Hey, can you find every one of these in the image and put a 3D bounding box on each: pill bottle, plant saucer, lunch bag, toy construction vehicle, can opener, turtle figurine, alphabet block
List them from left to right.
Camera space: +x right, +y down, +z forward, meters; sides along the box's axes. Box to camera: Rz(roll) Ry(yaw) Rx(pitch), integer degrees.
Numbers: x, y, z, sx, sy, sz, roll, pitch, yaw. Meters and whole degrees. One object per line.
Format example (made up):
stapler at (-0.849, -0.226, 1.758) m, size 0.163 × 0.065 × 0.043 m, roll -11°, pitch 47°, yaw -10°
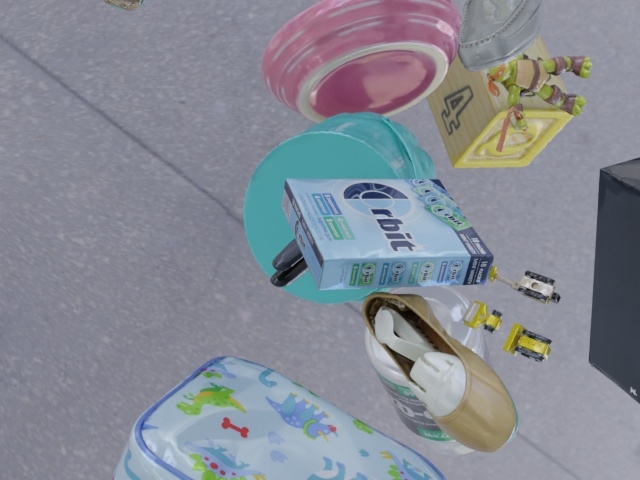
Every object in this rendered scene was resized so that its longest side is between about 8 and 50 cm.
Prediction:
lunch bag at (-0.028, 0.181, 0.682) m, size 0.219 × 0.176 × 0.090 m, roll 28°, pitch 113°, yaw 10°
can opener at (0.000, 0.000, 1.201) m, size 0.186 × 0.073 × 0.059 m, roll -30°, pitch 132°, yaw -47°
plant saucer at (0.074, -0.280, 1.579) m, size 0.332 × 0.332 × 0.084 m, roll -2°, pitch 66°, yaw -28°
pill bottle at (0.219, 0.250, 1.823) m, size 0.204 × 0.204 × 0.361 m, roll -47°, pitch 144°, yaw -15°
alphabet block at (0.343, -0.273, 1.921) m, size 0.192 × 0.193 × 0.197 m, roll -5°, pitch 61°, yaw -25°
toy construction vehicle at (0.203, 0.075, 1.011) m, size 0.035 × 0.098 × 0.086 m, roll 40°, pitch 72°, yaw -54°
turtle figurine at (0.373, -0.277, 1.744) m, size 0.217 × 0.087 × 0.269 m, roll 6°, pitch 84°, yaw -30°

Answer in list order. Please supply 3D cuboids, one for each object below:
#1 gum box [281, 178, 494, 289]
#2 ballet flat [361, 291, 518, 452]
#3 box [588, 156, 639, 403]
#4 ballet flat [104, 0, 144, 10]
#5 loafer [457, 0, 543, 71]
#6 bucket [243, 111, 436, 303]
gum box at (0.067, -0.010, 1.043) m, size 0.184 × 0.157 × 0.041 m, roll -2°, pitch 124°, yaw -18°
ballet flat at (0.101, 0.120, 0.941) m, size 0.073 × 0.232 × 0.080 m, roll 21°, pitch 104°, yaw -29°
box at (0.410, 0.030, 1.114) m, size 0.184 × 0.103 × 0.261 m, roll -17°, pitch 121°, yaw -22°
ballet flat at (-0.303, -0.442, 1.444) m, size 0.067 × 0.073 × 0.206 m, roll -12°, pitch 97°, yaw -37°
loafer at (0.235, -0.328, 1.276) m, size 0.111 × 0.112 × 0.319 m, roll 61°, pitch 35°, yaw -29°
bucket at (0.033, -0.043, 1.412) m, size 0.183 × 0.281 × 0.281 m, roll -32°, pitch 124°, yaw -70°
